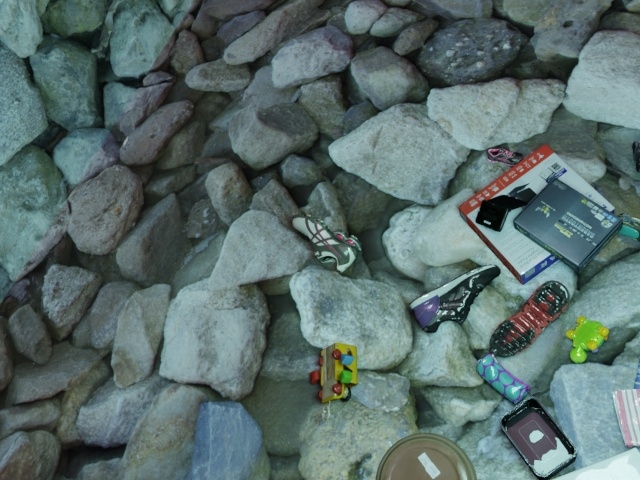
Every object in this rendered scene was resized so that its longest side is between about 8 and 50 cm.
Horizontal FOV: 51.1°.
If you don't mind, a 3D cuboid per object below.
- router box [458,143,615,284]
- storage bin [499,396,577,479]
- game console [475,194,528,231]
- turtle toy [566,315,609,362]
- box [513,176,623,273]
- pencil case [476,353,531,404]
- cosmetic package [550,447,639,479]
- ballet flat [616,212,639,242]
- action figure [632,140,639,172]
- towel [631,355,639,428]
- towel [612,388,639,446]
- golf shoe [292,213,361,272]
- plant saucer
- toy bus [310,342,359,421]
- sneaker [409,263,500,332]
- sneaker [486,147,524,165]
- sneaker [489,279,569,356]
[{"bbox_3d":[0.642,-0.082,2.008,0.335,0.082,0.301,-36,58,0],"label":"router box"},{"bbox_3d":[0.562,0.512,1.732,0.122,0.084,0.180,-35,58,0],"label":"storage bin"},{"bbox_3d":[0.529,-0.081,1.960,0.122,0.071,0.107,35,108,63],"label":"game console"},{"bbox_3d":[0.718,0.271,1.808,0.130,0.066,0.095,-49,36,-5],"label":"turtle toy"},{"bbox_3d":[0.693,-0.046,1.886,0.183,0.059,0.232,-45,58,-5],"label":"box"},{"bbox_3d":[0.499,0.377,1.834,0.151,0.064,0.070,42,118,31],"label":"pencil case"},{"bbox_3d":[0.593,0.643,1.579,0.384,0.217,0.156,-26,58,8],"label":"cosmetic package"},{"bbox_3d":[0.918,-0.024,1.891,0.188,0.070,0.070,34,79,27],"label":"ballet flat"},{"bbox_3d":[1.063,-0.254,1.935,0.284,0.099,0.185,-6,53,13],"label":"action figure"},{"bbox_3d":[0.940,0.355,1.708,0.243,0.040,0.336,11,67,27],"label":"towel"},{"bbox_3d":[0.843,0.430,1.664,0.197,0.029,0.144,-12,59,17],"label":"towel"},{"bbox_3d":[0.000,0.000,2.194,0.272,0.105,0.120,27,83,30],"label":"golf shoe"},{"bbox_3d":[0.278,0.653,1.791,0.277,0.041,0.278,-9,61,16],"label":"plant saucer"},{"bbox_3d":[0.061,0.402,1.962,0.202,0.104,0.191,-69,26,15],"label":"toy bus"},{"bbox_3d":[0.414,0.177,1.966,0.283,0.107,0.124,-29,73,8],"label":"sneaker"},{"bbox_3d":[0.589,-0.272,2.141,0.119,0.057,0.047,5,64,21],"label":"sneaker"},{"bbox_3d":[0.587,0.221,1.867,0.097,0.135,0.276,47,109,20],"label":"sneaker"}]
